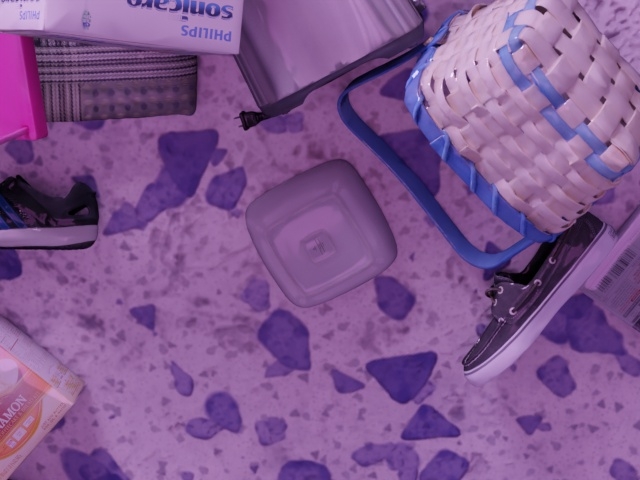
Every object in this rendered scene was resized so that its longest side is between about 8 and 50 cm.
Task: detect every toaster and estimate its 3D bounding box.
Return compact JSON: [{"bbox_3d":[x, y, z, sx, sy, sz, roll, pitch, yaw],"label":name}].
[{"bbox_3d":[-0.015,-0.226,1.625,0.227,0.129,0.146,-27,101,10],"label":"toaster"}]

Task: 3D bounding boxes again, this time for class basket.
[{"bbox_3d":[0.185,-0.109,1.629,0.289,0.201,0.255,-30,109,39],"label":"basket"}]

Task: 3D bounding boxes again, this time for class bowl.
[{"bbox_3d":[0.000,0.000,1.733,0.142,0.053,0.142,-27,106,11],"label":"bowl"}]

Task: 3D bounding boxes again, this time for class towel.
[{"bbox_3d":[-0.292,-0.276,1.667,0.324,0.056,0.312,-1,110,0],"label":"towel"}]

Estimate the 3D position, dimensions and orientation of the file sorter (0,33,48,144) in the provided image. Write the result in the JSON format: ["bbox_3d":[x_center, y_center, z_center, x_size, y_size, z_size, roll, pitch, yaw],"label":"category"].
[{"bbox_3d":[-0.447,-0.183,1.563,0.290,0.182,0.202,6,111,33],"label":"file sorter"}]

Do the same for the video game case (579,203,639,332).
[{"bbox_3d":[0.404,0.025,1.741,0.173,0.022,0.190,35,105,-8],"label":"video game case"}]

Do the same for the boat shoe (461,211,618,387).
[{"bbox_3d":[0.220,0.055,1.729,0.076,0.080,0.228,40,104,-6],"label":"boat shoe"}]

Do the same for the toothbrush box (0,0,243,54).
[{"bbox_3d":[-0.180,-0.325,1.509,0.206,0.122,0.283,2,94,-34],"label":"toothbrush box"}]

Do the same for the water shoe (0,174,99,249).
[{"bbox_3d":[-0.341,-0.031,1.739,0.203,0.073,0.080,1,86,-2],"label":"water shoe"}]

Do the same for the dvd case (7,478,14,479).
[{"bbox_3d":[-0.333,0.405,1.886,0.179,0.029,0.239,15,107,-2],"label":"dvd case"}]

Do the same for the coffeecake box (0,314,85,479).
[{"bbox_3d":[-0.383,0.162,1.791,0.185,0.068,0.142,40,105,-9],"label":"coffeecake box"}]
